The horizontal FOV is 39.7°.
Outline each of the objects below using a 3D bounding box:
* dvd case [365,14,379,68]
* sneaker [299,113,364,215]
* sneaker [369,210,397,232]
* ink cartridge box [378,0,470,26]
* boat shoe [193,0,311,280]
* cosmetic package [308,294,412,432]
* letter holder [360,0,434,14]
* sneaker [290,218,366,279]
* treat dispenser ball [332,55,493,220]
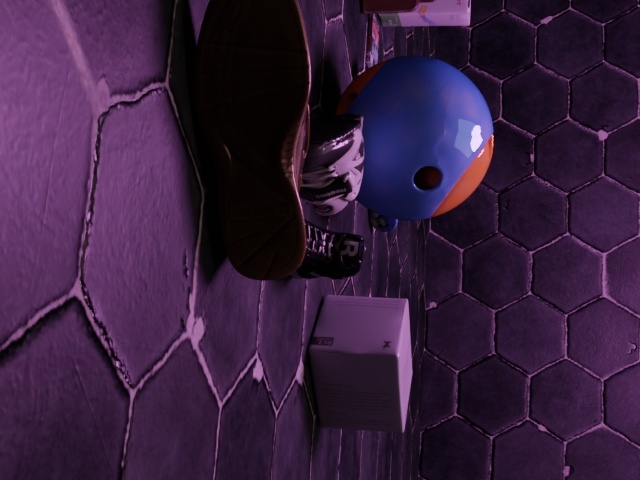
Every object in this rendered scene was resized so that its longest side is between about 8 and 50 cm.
[{"bbox_3d":[0.115,-0.435,1.960,0.087,0.013,0.120,42,49,-73],"label":"dvd case"},{"bbox_3d":[0.010,-0.103,1.281,0.330,0.122,0.146,-38,126,-73],"label":"sneaker"},{"bbox_3d":[0.144,-0.102,1.996,0.078,0.067,0.188,-58,145,-55],"label":"sneaker"},{"bbox_3d":[0.247,-0.588,2.074,0.093,0.212,0.155,31,61,-76],"label":"ink cartridge box"},{"bbox_3d":[-0.068,-0.131,0.985,0.123,0.123,0.342,-94,179,-66],"label":"boat shoe"},{"bbox_3d":[0.074,0.211,1.530,0.151,0.151,0.184,-72,160,-53],"label":"cosmetic package"},{"bbox_3d":[0.188,-0.634,1.806,0.152,0.214,0.302,-69,156,-57],"label":"letter holder"},{"bbox_3d":[0.000,0.000,1.247,0.217,0.121,0.079,54,38,-70],"label":"sneaker"},{"bbox_3d":[0.159,-0.179,1.559,0.288,0.288,0.288,1,90,-77],"label":"treat dispenser ball"}]
